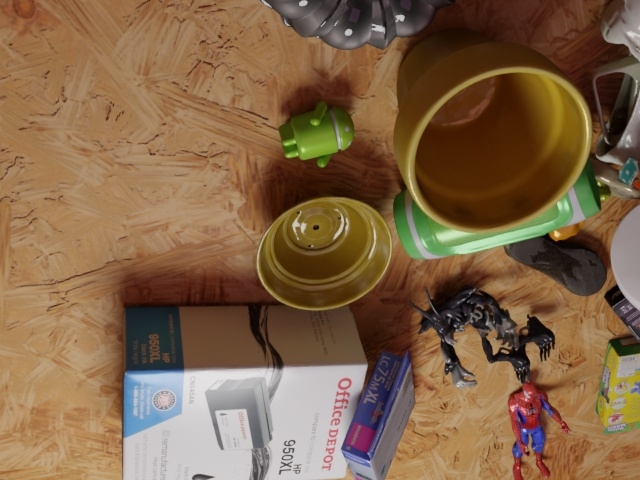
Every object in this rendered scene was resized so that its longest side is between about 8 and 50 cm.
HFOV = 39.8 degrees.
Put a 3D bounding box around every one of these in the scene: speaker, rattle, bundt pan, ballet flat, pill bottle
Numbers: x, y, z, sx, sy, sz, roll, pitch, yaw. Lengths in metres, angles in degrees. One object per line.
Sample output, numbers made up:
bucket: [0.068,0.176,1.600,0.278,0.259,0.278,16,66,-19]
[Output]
speaker: [0.267,-0.058,1.356,0.296,0.131,0.131,-16,129,23]
rattle: [0.436,-0.060,1.379,0.143,0.199,0.130,-47,116,-2]
bundt pan: [0.058,-0.386,1.125,0.330,0.124,0.331,-7,126,-9]
ballet flat: [0.408,0.033,1.548,0.249,0.058,0.084,20,97,-31]
pill bottle: [0.574,0.027,1.380,0.210,0.210,0.363,-44,159,18]
ballet flat: [0.471,-0.272,1.306,0.139,0.139,0.400,-11,127,-5]

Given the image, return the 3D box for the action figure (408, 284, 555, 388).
action figure: [0.286,0.171,1.562,0.275,0.141,0.164,20,130,-26]

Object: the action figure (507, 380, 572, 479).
action figure: [0.433,0.405,1.766,0.091,0.139,0.280,-15,124,-4]

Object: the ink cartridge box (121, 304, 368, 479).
ink cartridge box: [-0.139,0.267,1.516,0.394,0.166,0.286,0,125,-13]

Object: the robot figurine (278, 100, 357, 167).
robot figurine: [-0.002,-0.159,1.306,0.115,0.067,0.101,-14,137,-3]

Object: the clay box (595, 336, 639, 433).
clay box: [0.629,0.290,1.774,0.127,0.053,0.222,-7,126,-7]

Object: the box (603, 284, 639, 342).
box: [0.695,0.107,1.617,0.270,0.060,0.216,-39,106,15]

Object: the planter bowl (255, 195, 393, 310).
planter bowl: [0.000,0.000,1.405,0.217,0.090,0.217,-6,125,-8]

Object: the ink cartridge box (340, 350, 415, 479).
ink cartridge box: [0.103,0.311,1.525,0.065,0.186,0.311,20,159,14]

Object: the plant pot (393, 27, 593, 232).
plant pot: [0.213,-0.177,1.234,0.253,0.239,0.254,-6,126,-8]
